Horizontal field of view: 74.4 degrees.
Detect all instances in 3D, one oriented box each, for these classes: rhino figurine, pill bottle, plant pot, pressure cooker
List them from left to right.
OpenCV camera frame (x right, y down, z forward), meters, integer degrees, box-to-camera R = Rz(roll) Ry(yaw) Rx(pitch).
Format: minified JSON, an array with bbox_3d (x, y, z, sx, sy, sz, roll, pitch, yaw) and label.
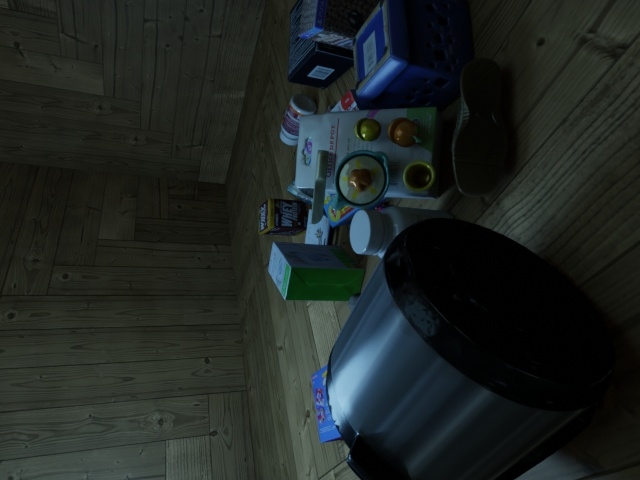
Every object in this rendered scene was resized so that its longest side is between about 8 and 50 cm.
[{"bbox_3d":[-0.109,-0.546,1.924,0.221,0.121,0.121,125,142,-51],"label":"pill bottle"},{"bbox_3d":[0.162,0.190,1.196,0.243,0.107,0.072,177,96,-68],"label":"rhino figurine"},{"bbox_3d":[0.193,-0.013,0.987,0.131,0.230,0.131,-177,90,-68],"label":"pill bottle"},{"bbox_3d":[0.210,-0.447,1.031,0.236,0.212,0.235,153,118,-63],"label":"plant pot"},{"bbox_3d":[0.211,0.216,0.739,0.375,0.370,0.420,-108,34,-48],"label":"pressure cooker"}]

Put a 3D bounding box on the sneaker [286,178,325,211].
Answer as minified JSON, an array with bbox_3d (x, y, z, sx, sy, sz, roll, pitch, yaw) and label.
[{"bbox_3d":[-0.039,-0.213,1.735,0.122,0.110,0.283,-57,40,2],"label":"sneaker"}]

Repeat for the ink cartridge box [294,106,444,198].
[{"bbox_3d":[0.120,-0.218,1.078,0.354,0.119,0.206,6,93,25],"label":"ink cartridge box"}]

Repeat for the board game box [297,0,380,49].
[{"bbox_3d":[0.106,-0.684,1.206,0.141,0.291,0.231,-144,59,-64],"label":"board game box"}]

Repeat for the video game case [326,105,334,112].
[{"bbox_3d":[0.047,-0.365,1.652,0.204,0.025,0.285,114,150,-41],"label":"video game case"}]

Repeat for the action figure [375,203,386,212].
[{"bbox_3d":[0.194,-0.088,1.262,0.115,0.030,0.038,-138,50,-64],"label":"action figure"}]

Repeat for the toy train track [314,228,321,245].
[{"bbox_3d":[-0.011,-0.003,1.637,0.048,0.014,0.083,142,126,-60],"label":"toy train track"}]

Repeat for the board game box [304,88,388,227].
[{"bbox_3d":[0.091,-0.237,1.281,0.308,0.086,0.301,-36,72,51],"label":"board game box"}]

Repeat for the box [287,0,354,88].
[{"bbox_3d":[0.010,-0.777,1.589,0.296,0.183,0.293,178,94,-66],"label":"box"}]

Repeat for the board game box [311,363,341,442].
[{"bbox_3d":[0.079,0.519,1.390,0.347,0.078,0.233,126,141,-53],"label":"board game box"}]

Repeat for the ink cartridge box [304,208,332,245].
[{"bbox_3d":[0.000,0.000,1.690,0.224,0.046,0.223,-145,61,-63],"label":"ink cartridge box"}]

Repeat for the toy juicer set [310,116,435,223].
[{"bbox_3d":[0.087,-0.176,0.977,0.329,0.090,0.209,-15,85,25],"label":"toy juicer set"}]

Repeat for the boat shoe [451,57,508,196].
[{"bbox_3d":[0.332,-0.227,0.880,0.089,0.105,0.284,20,-103,-74],"label":"boat shoe"}]

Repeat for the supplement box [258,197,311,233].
[{"bbox_3d":[-0.164,-0.101,1.902,0.191,0.194,0.128,160,111,-66],"label":"supplement box"}]

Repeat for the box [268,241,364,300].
[{"bbox_3d":[-0.021,0.106,1.449,0.231,0.262,0.126,-133,50,-61],"label":"box"}]
